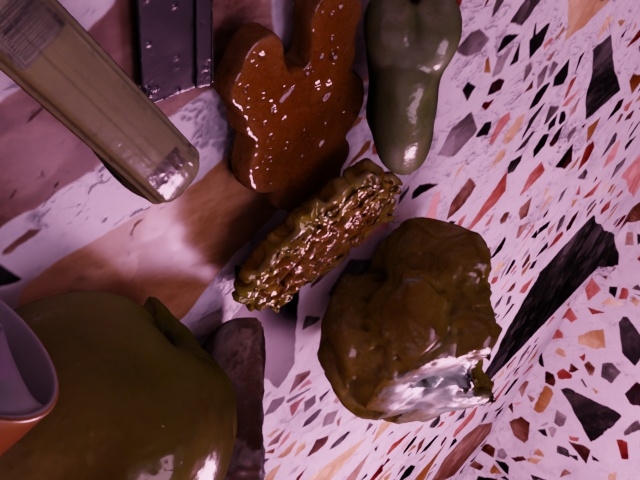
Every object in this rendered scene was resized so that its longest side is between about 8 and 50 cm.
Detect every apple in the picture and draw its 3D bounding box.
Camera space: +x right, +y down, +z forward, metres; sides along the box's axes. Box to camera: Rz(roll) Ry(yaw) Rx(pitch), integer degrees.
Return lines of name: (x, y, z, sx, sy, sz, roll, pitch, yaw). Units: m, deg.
apple: (-0.204, 0.195, 0.801, 0.258, 0.233, 0.295, -48, 155, 2)

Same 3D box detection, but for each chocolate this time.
chocolate: (-0.119, 0.208, 1.003, 0.080, 0.254, 0.157, 9, 131, -14)

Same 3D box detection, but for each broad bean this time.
broad bean: (0.090, -0.178, 0.924, 0.169, 0.100, 0.228, -83, 179, -60)

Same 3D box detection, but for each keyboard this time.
keyboard: (-0.118, -0.213, 0.670, 0.072, 0.023, 0.231, -26, 144, -30)

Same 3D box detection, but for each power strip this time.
power strip: (-0.184, -0.117, 0.601, 0.066, 0.092, 0.387, -49, 153, -4)

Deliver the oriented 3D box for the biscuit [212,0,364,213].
biscuit: (-0.026, -0.133, 0.889, 0.186, 0.044, 0.295, -37, 152, -22)

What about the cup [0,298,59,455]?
cup: (-0.343, 0.125, 0.599, 0.226, 0.182, 0.264, 38, 97, -31)

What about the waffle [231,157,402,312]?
waffle: (-0.001, -0.001, 1.031, 0.245, 0.052, 0.254, -40, 167, 0)

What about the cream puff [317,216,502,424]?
cream puff: (0.123, 0.118, 1.279, 0.274, 0.270, 0.323, -11, 144, -3)
